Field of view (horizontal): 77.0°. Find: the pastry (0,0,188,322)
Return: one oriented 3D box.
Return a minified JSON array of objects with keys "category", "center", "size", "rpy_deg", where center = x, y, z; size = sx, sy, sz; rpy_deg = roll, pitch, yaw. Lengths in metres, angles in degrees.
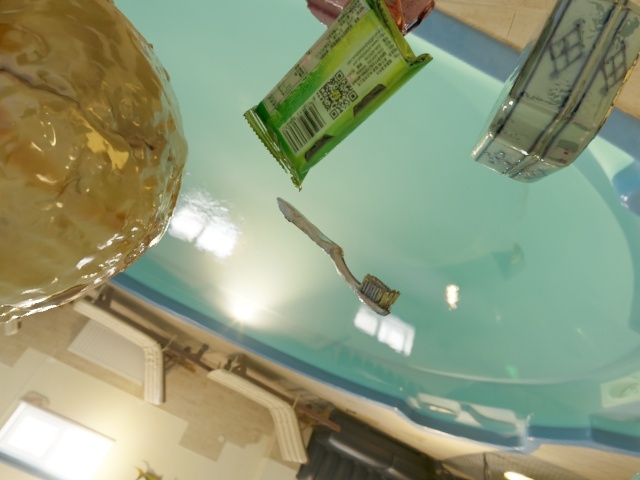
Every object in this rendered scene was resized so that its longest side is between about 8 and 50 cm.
[{"category":"pastry","center":[-0.332,-0.094,0.440],"size":[0.389,0.388,0.312],"rpy_deg":[18,156,10]}]

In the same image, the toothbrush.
[{"category":"toothbrush","center":[0.000,0.000,0.666],"size":[0.035,0.042,0.413],"rpy_deg":[20,-167,-34]}]

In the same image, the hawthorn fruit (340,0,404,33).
[{"category":"hawthorn fruit","center":[0.072,-0.293,0.542],"size":[0.093,0.093,0.093],"rpy_deg":[16,145,12]}]

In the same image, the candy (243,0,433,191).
[{"category":"candy","center":[0.007,-0.138,0.374],"size":[0.178,0.032,0.102],"rpy_deg":[-38,76,30]}]

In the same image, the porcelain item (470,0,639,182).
[{"category":"porcelain item","center":[0.410,-0.257,0.717],"size":[0.157,0.281,0.286],"rpy_deg":[26,-179,9]}]

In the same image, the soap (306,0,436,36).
[{"category":"soap","center":[0.078,-0.485,0.765],"size":[0.289,0.112,0.182],"rpy_deg":[35,167,14]}]

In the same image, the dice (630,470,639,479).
[{"category":"dice","center":[0.461,0.363,0.366],"size":[0.265,0.263,0.268],"rpy_deg":[45,148,21]}]
